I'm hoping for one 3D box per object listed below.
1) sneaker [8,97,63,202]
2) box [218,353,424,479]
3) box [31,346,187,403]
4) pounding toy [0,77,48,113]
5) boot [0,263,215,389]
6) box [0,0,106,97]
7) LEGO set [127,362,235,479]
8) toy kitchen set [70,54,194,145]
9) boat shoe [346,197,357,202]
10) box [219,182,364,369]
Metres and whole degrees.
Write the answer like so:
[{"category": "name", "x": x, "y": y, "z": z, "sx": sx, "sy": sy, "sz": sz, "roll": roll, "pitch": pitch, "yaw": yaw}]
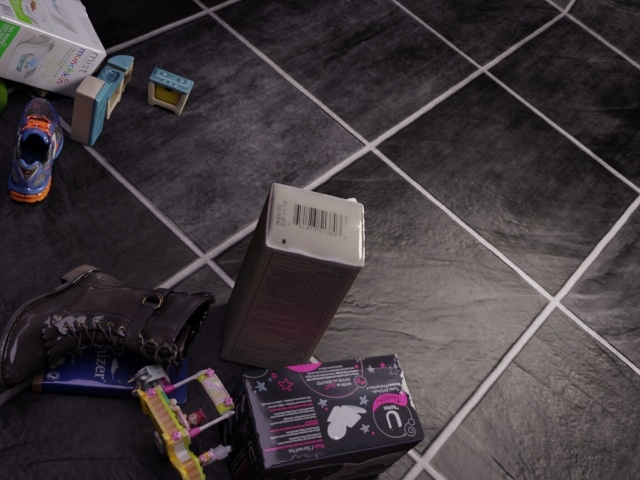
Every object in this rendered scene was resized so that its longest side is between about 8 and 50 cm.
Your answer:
[{"category": "sneaker", "x": -0.489, "y": -0.170, "z": 1.373, "sx": 0.083, "sy": 0.087, "sz": 0.221, "roll": 5, "pitch": 51, "yaw": -20}, {"category": "box", "x": -0.004, "y": 0.275, "z": 1.160, "sx": 0.247, "sy": 0.163, "sz": 0.142, "roll": -2, "pitch": 58, "yaw": -24}, {"category": "box", "x": -0.311, "y": 0.172, "z": 1.204, "sx": 0.225, "sy": 0.036, "sz": 0.136, "roll": 9, "pitch": 50, "yaw": -17}, {"category": "pounding toy", "x": -0.631, "y": -0.306, "z": 1.410, "sx": 0.183, "sy": 0.110, "sz": 0.237, "roll": 42, "pitch": 50, "yaw": 13}, {"category": "boot", "x": -0.295, "y": 0.130, "z": 1.111, "sx": 0.228, "sy": 0.091, "sz": 0.263, "roll": 15, "pitch": 41, "yaw": 17}, {"category": "box", "x": -0.558, "y": -0.420, "z": 1.462, "sx": 0.231, "sy": 0.127, "sz": 0.262, "roll": 9, "pitch": 43, "yaw": -55}, {"category": "LEGO set", "x": -0.156, "y": 0.283, "z": 1.083, "sx": 0.107, "sy": 0.132, "sz": 0.287, "roll": -24, "pitch": 72, "yaw": -23}, {"category": "toy kitchen set", "x": -0.346, "y": -0.267, "z": 1.487, "sx": 0.166, "sy": 0.122, "sz": 0.207, "roll": 21, "pitch": 48, "yaw": -6}, {"category": "boat shoe", "x": 0.000, "y": 0.000, "z": 1.446, "sx": 0.227, "sy": 0.081, "sz": 0.069, "roll": -34, "pitch": 74, "yaw": -31}, {"category": "box", "x": -0.050, "y": 0.070, "z": 1.207, "sx": 0.147, "sy": 0.311, "sz": 0.121, "roll": 13, "pitch": 49, "yaw": -13}]
